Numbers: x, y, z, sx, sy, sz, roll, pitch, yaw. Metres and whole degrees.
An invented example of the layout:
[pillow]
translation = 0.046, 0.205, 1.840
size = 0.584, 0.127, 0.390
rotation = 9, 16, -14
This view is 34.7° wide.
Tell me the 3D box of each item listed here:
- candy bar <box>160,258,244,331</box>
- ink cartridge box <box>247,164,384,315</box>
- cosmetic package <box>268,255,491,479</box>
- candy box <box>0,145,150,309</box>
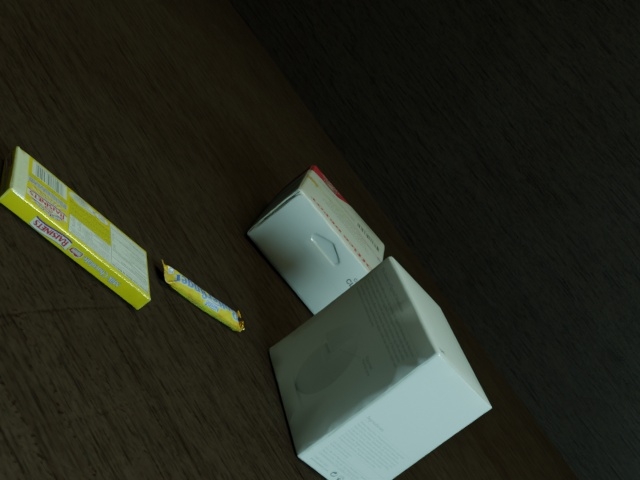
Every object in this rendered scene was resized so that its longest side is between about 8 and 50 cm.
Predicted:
[candy bar]
translation = -0.156, 0.076, 1.350
size = 0.161, 0.018, 0.040
rotation = 39, 16, -40
[ink cartridge box]
translation = 0.000, 0.000, 1.883
size = 0.226, 0.131, 0.306
rotation = 50, 13, -6
[cosmetic package]
translation = 0.074, 0.182, 1.373
size = 0.138, 0.224, 0.224
rotation = 43, 14, -32
[candy box]
translation = -0.274, -0.013, 1.158
size = 0.206, 0.027, 0.105
rotation = 44, 16, -30
